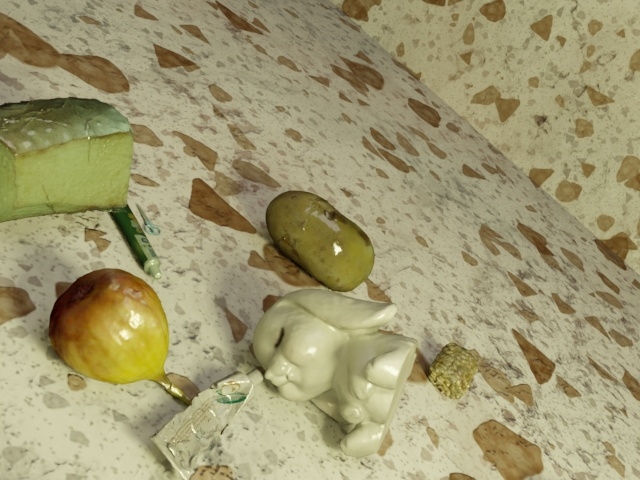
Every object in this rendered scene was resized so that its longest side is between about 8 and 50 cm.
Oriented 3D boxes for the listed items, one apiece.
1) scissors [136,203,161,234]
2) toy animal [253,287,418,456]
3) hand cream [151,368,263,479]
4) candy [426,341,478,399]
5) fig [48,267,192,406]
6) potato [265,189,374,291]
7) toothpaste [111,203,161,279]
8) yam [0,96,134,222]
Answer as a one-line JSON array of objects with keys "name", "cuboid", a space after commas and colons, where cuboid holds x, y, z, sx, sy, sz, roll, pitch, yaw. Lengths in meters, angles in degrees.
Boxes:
[{"name": "scissors", "cuboid": [-0.327, -0.040, 1.487, 0.036, 0.006, 0.083, 5, 42, -49]}, {"name": "toy animal", "cuboid": [0.015, 0.197, 1.323, 0.265, 0.271, 0.206, 20, 37, 16]}, {"name": "hand cream", "cuboid": [-0.160, 0.257, 1.174, 0.084, 0.050, 0.257, 59, 31, -6]}, {"name": "candy", "cuboid": [0.277, 0.273, 1.656, 0.095, 0.085, 0.110, 37, 38, 16]}, {"name": "fig", "cuboid": [-0.267, 0.158, 1.152, 0.257, 0.159, 0.159, 52, 22, -22]}, {"name": "potato", "cuboid": [0.000, 0.000, 1.657, 0.262, 0.165, 0.165, 36, 27, -15]}, {"name": "toothpaste", "cuboid": [-0.329, -0.007, 1.410, 0.049, 0.031, 0.204, 5, 40, -48]}, {"name": "yam", "cuboid": [-0.463, -0.129, 1.280, 0.201, 0.202, 0.271, 23, 24, 19]}]
